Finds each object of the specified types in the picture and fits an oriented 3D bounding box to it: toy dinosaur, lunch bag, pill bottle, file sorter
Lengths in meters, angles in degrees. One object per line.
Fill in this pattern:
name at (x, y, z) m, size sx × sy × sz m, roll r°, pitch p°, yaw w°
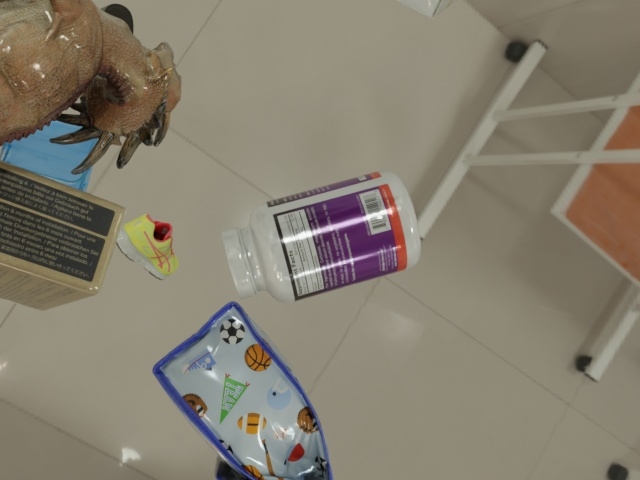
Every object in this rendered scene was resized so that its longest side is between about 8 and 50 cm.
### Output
toy dinosaur at (-0.230, -0.125, 0.595) m, size 0.295 × 0.127 × 0.200 m, roll -22°, pitch 127°, yaw -23°
lunch bag at (-0.133, 0.337, 1.507) m, size 0.239 × 0.328 × 0.385 m, roll -41°, pitch 89°, yaw -9°
pill bottle at (0.000, 0.000, 1.343) m, size 0.323 × 0.181 × 0.181 m, roll -16°, pitch 100°, yaw -4°
file sorter at (-0.376, -0.083, 1.043) m, size 0.118 × 0.170 × 0.104 m, roll 16°, pitch 53°, yaw -16°

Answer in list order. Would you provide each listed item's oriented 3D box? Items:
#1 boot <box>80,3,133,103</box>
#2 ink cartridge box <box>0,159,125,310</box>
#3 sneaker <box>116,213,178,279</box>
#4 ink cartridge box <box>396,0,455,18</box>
boot at (-0.474, -0.322, 1.558) m, size 0.096 × 0.280 × 0.264 m, roll 0°, pitch 88°, yaw -36°
ink cartridge box at (-0.312, -0.008, 0.716) m, size 0.193 × 0.234 × 0.088 m, roll 23°, pitch 71°, yaw -26°
sneaker at (-0.314, 0.010, 1.494) m, size 0.094 × 0.208 × 0.081 m, roll -40°, pitch 69°, yaw -1°
ink cartridge box at (0.128, -0.369, 0.947) m, size 0.128 × 0.176 × 0.127 m, roll 29°, pitch 121°, yaw 8°
